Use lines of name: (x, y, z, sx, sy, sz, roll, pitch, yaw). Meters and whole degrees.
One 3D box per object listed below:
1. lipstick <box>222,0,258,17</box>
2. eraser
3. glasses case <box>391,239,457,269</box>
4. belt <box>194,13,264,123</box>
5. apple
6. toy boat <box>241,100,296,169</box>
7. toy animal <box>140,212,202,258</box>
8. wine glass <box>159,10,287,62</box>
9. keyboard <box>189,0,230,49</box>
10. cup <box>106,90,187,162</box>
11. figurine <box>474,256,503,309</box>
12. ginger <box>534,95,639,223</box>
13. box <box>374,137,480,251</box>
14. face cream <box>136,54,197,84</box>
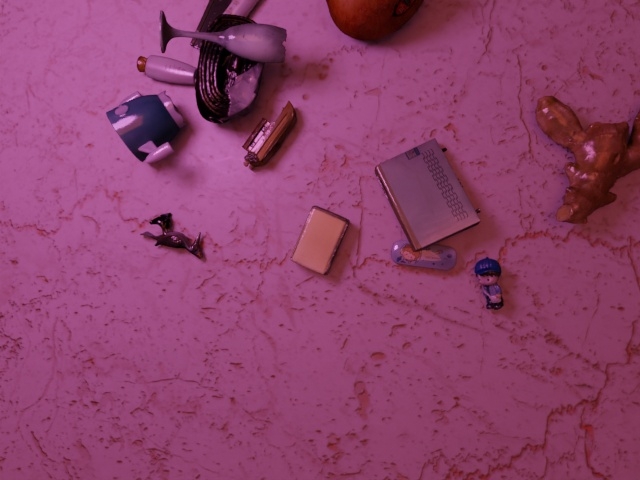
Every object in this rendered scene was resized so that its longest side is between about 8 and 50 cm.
lipstick: (-0.201, -0.730, 1.326, 0.059, 0.059, 0.264, 38, 92, 6)
eraser: (0.000, 0.000, 1.276, 0.117, 0.058, 0.172, 23, 90, 6)
glasses case: (0.286, 0.041, 1.251, 0.179, 0.045, 0.067, 7, 87, 7)
belt: (-0.259, -0.472, 1.278, 0.184, 0.164, 0.288, 14, 87, -19)
apple: (0.149, -0.703, 1.193, 0.278, 0.250, 0.309, 31, 94, 6)
toy boat: (-0.151, -0.305, 1.300, 0.088, 0.068, 0.226, 36, 92, 12)
toy animal: (-0.430, -0.006, 1.328, 0.203, 0.070, 0.105, 29, 104, 4)
wine glass: (-0.239, -0.596, 1.138, 0.310, 0.096, 0.264, 0, 98, -13)
keyboard: (-0.328, -0.665, 1.359, 0.060, 0.018, 0.195, 25, 91, -1)
cup: (-0.487, -0.339, 1.292, 0.173, 0.167, 0.299, -33, 59, -5)
figurine: (0.466, 0.114, 1.221, 0.079, 0.077, 0.136, -32, 104, -32)
ginger: (0.762, -0.217, 1.189, 0.364, 0.122, 0.347, -1, 90, 0)
box: (0.294, -0.127, 1.238, 0.211, 0.045, 0.270, -26, 75, 4)
face cream: (-0.455, -0.509, 1.347, 0.182, 0.051, 0.072, 14, 90, 5)
